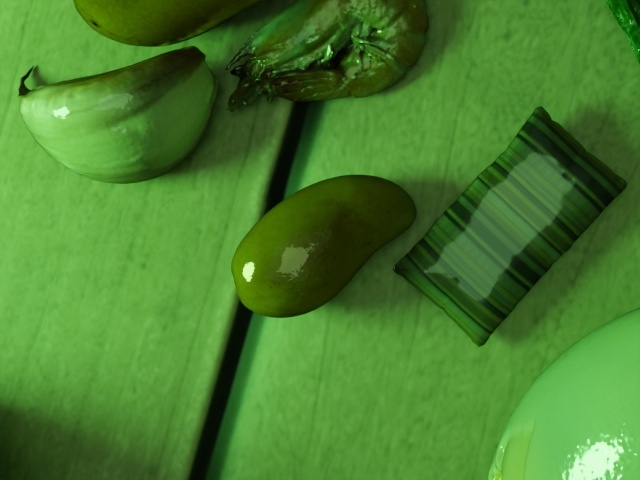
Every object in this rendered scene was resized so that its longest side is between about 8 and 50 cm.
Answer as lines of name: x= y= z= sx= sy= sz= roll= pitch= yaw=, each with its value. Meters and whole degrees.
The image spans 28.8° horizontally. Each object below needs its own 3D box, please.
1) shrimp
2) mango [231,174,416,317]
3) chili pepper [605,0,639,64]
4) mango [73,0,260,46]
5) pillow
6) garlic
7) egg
shrimp: x=0.004 y=-0.177 z=1.177 sx=0.217 sy=0.051 sz=0.115 roll=-30 pitch=84 yaw=4
mango: x=0.000 y=0.000 z=1.149 sx=0.184 sy=0.085 sz=0.102 roll=-35 pitch=82 yaw=0
chili pepper: x=0.298 y=-0.177 z=1.118 sx=0.050 sy=0.073 sz=0.182 roll=-27 pitch=88 yaw=30
mango: x=-0.123 y=-0.260 z=1.146 sx=0.236 sy=0.166 sz=0.136 roll=-14 pitch=89 yaw=9
pillow: x=0.173 y=-0.012 z=1.145 sx=0.113 sy=0.038 sz=0.203 roll=43 pitch=94 yaw=6
garlic: x=-0.204 y=-0.116 z=1.174 sx=0.207 sy=0.115 sz=0.128 roll=-3 pitch=92 yaw=11
egg: x=0.292 y=0.184 z=0.970 sx=0.283 sy=0.345 sz=0.283 roll=13 pitch=52 yaw=-17
